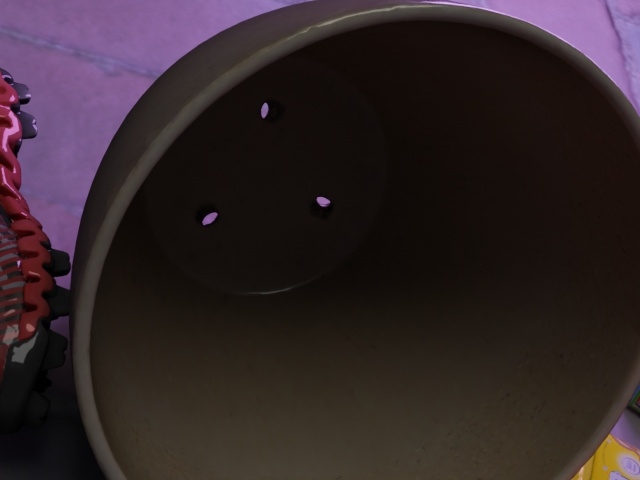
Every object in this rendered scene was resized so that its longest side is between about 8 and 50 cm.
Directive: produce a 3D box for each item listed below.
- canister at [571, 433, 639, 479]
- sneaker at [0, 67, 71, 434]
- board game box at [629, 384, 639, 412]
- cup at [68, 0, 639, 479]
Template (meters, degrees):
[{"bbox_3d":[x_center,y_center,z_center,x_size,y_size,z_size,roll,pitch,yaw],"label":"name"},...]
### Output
[{"bbox_3d":[0.207,0.196,0.857,0.170,0.073,0.126,29,40,-3],"label":"canister"},{"bbox_3d":[-0.225,-0.001,0.781,0.135,0.098,0.276,3,44,-29],"label":"sneaker"},{"bbox_3d":[0.350,0.135,1.033,0.211,0.039,0.160,37,40,7],"label":"board game box"},{"bbox_3d":[0.000,0.000,0.789,0.331,0.331,0.237,9,18,-24],"label":"cup"}]
